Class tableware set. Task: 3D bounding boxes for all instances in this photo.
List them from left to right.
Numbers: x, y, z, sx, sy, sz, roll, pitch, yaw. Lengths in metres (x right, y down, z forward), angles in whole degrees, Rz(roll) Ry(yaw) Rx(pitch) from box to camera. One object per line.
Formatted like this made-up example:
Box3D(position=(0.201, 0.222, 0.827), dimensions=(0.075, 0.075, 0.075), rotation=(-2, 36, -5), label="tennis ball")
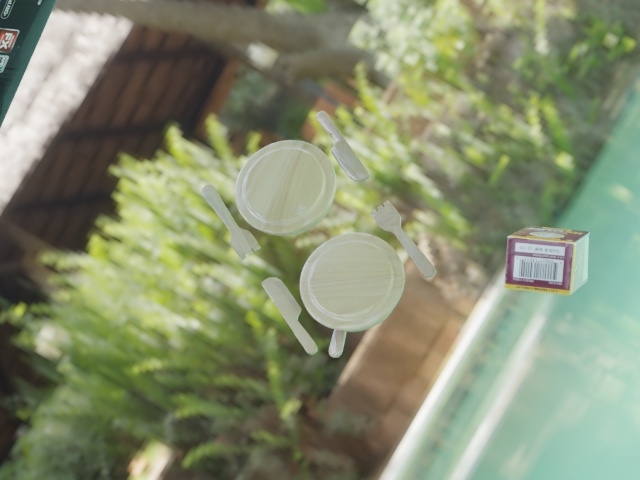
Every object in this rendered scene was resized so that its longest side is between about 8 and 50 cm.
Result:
Box3D(position=(0.000, 0.000, 1.439), dimensions=(0.128, 0.194, 0.039), rotation=(-33, -28, -3), label="tableware set")

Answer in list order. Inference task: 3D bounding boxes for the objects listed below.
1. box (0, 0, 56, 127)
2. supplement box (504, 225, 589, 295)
Box3D(position=(-0.265, -0.205, 1.143), dimensions=(0.073, 0.295, 0.293), rotation=(3, -47, -38), label="box")
Box3D(position=(0.180, 0.015, 1.377), dimensions=(0.083, 0.055, 0.043), rotation=(-20, -66, -72), label="supplement box")
